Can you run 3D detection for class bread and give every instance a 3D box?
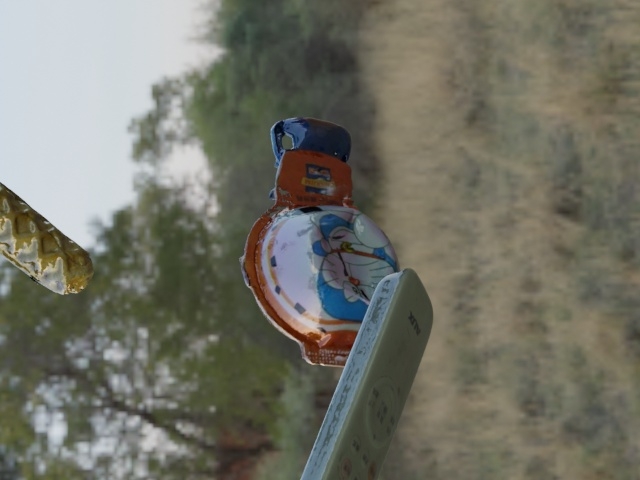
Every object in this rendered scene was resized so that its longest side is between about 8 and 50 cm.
[{"bbox_3d":[-0.442,-0.054,1.721,0.077,0.367,0.084,-50,20,2],"label":"bread"}]

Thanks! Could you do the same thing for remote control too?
[{"bbox_3d":[0.030,0.161,1.136,0.309,0.038,0.090,-66,-34,-33],"label":"remote control"}]

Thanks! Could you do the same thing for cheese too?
[{"bbox_3d":[0.000,0.000,1.622,0.129,0.217,0.329,-44,44,51],"label":"cheese"}]
